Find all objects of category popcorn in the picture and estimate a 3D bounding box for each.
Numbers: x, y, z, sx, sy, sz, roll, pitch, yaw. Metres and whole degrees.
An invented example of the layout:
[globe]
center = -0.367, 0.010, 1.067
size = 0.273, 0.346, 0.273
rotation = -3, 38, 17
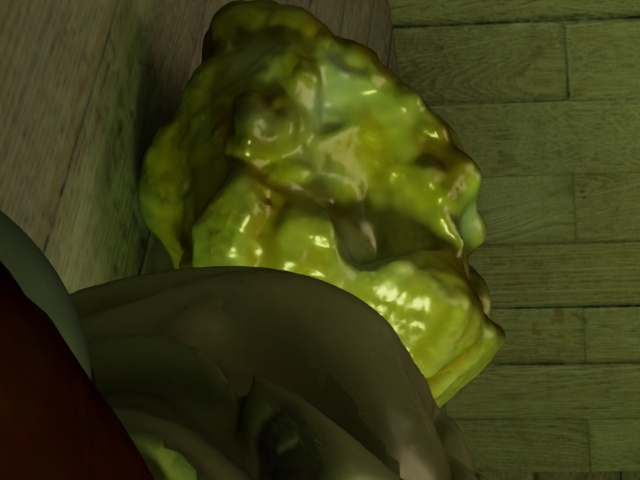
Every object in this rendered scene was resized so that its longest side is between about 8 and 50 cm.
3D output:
[popcorn]
center = -0.011, 0.000, 1.436
size = 0.292, 0.294, 0.334
rotation = -39, -122, 50

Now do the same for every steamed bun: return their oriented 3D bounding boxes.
[steamed bun]
center = -0.068, 0.174, 0.853
size = 0.255, 0.342, 0.367
rotation = 67, 6, -57

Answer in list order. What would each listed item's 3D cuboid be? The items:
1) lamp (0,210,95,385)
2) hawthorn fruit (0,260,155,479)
[lamp]
center = -0.180, 0.090, 0.673
size = 0.198, 0.198, 0.244
rotation = 32, 66, -78
[hawthorn fruit]
center = -0.184, 0.116, 0.380
size = 0.308, 0.325, 0.308
rotation = -7, -98, 59
